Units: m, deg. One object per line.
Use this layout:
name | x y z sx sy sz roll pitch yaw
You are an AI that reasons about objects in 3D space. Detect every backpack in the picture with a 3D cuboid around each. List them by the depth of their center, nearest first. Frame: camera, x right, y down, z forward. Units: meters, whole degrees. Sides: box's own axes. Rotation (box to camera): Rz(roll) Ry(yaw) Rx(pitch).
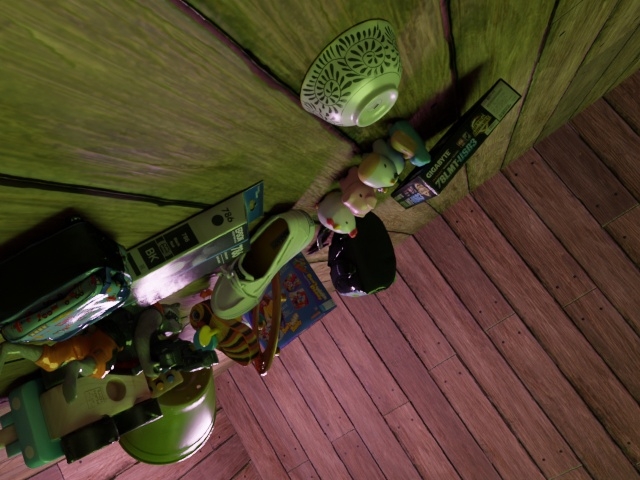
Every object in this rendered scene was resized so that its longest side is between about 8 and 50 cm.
backpack | -0.338 0.062 0.567 0.158 0.117 0.173 -31 170 -11
backpack | 0.135 0.068 1.439 0.273 0.290 0.355 -7 163 -25

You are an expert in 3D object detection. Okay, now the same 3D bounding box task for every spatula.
spatula | 0.000 0.000 1.397 0.084 0.030 0.296 -31 167 -14

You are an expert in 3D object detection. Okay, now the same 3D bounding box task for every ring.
ring | -0.147 0.204 1.161 0.032 0.337 0.337 7 151 -19

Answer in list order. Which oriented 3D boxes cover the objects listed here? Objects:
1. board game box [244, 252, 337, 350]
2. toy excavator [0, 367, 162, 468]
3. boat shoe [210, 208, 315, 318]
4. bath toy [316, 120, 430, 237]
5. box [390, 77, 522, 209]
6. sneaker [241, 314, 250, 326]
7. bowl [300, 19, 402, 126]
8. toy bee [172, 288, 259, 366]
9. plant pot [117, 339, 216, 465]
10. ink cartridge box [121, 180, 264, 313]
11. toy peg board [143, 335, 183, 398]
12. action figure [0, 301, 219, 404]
board game box | -0.129 0.224 1.437 0.078 0.233 0.347 -18 160 -50
toy excavator | -0.682 0.444 0.967 0.445 0.223 0.433 -29 168 17
boat shoe | -0.172 0.069 0.977 0.367 0.136 0.156 -43 166 21
bath toy | 0.111 -0.124 0.993 0.151 0.129 0.348 -23 164 -44
box | 0.320 -0.220 1.032 0.293 0.073 0.295 -48 179 -3
sneaker | -0.239 0.274 1.726 0.258 0.094 0.091 -26 147 -51
bowl | 0.062 -0.223 0.605 0.170 0.080 0.170 -33 168 -8
toy bee | -0.305 0.228 1.142 0.195 0.298 0.162 -96 -161 -78
plant pot | -0.523 0.532 1.439 0.366 0.366 0.353 -24 151 -40
ink cartridge box | -0.236 0.017 0.785 0.332 0.065 0.165 -32 167 -16
toy peg board | -0.513 0.392 1.213 0.160 0.161 0.079 -28 -178 -24
action figure | -0.378 0.190 0.808 0.341 0.179 0.330 -8 -177 21
